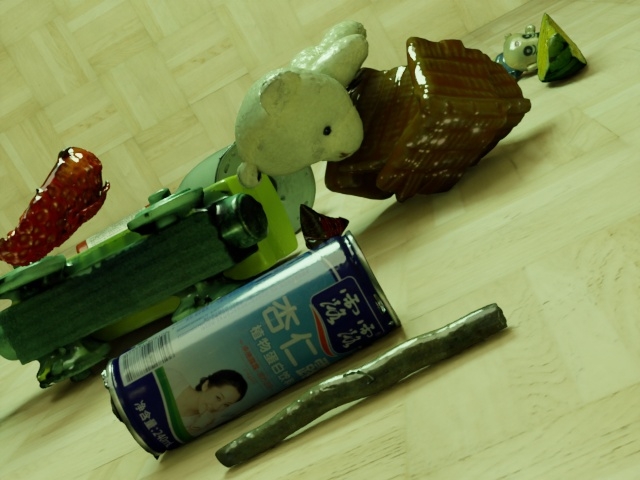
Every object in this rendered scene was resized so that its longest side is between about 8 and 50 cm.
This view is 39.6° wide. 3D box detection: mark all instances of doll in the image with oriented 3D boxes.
[{"bbox_3d":[0.353,-0.331,1.604,0.089,0.102,0.179,14,-23,-42],"label":"doll"},{"bbox_3d":[-0.004,-0.179,1.109,0.278,0.149,0.175,-66,-3,-47],"label":"doll"}]

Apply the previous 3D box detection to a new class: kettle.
[{"bbox_3d":[-0.158,-0.064,1.430,0.240,0.165,0.255,-22,7,-26],"label":"kettle"}]

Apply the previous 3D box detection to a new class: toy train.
[{"bbox_3d":[-0.233,0.042,1.199,0.442,0.179,0.272,-24,5,23],"label":"toy train"}]

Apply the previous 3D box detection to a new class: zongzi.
[{"bbox_3d":[0.000,0.000,1.120,0.067,0.073,0.083,-26,-28,17],"label":"zongzi"}]

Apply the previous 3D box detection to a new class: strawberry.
[{"bbox_3d":[-0.327,-0.032,1.098,0.121,0.082,0.188,-38,24,47],"label":"strawberry"}]

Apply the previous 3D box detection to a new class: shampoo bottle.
[{"bbox_3d":[-0.391,-0.014,1.957,0.278,0.104,0.104,-30,11,-5],"label":"shampoo bottle"}]

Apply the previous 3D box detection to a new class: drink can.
[{"bbox_3d":[-0.057,0.087,0.745,0.235,0.097,0.097,-29,11,1],"label":"drink can"}]

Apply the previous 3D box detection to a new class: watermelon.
[{"bbox_3d":[0.361,-0.290,1.394,0.075,0.092,0.181,-39,15,22],"label":"watermelon"}]

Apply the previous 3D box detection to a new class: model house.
[{"bbox_3d":[0.147,-0.145,1.113,0.199,0.219,0.229,12,-5,-30],"label":"model house"}]

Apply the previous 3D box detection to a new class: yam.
[{"bbox_3d":[0.026,0.104,0.638,0.234,0.027,0.029,-28,2,5],"label":"yam"}]
